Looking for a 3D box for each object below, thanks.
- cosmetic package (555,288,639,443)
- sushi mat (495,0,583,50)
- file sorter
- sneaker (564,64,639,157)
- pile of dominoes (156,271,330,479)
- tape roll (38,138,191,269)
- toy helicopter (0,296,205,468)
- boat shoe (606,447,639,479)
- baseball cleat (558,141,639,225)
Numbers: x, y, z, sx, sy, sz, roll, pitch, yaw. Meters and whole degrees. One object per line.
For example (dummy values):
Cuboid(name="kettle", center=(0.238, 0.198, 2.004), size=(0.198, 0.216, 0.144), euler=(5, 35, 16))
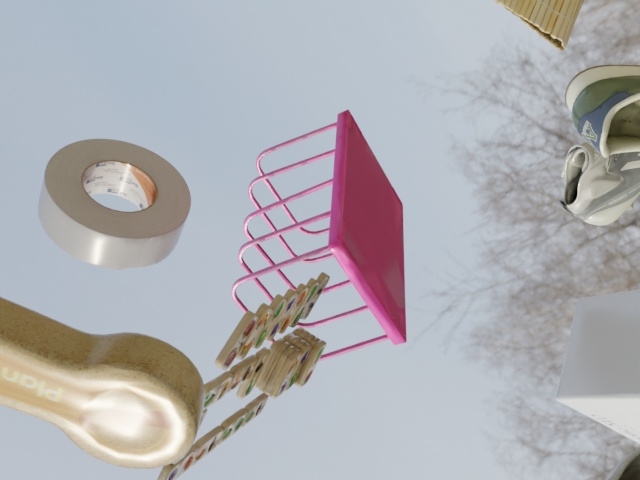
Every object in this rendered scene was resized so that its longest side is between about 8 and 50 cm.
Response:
Cuboid(name="cosmetic package", center=(0.533, 0.156, 1.003), size=(0.230, 0.453, 0.161), euler=(28, -111, -20))
Cuboid(name="sushi mat", center=(0.218, -0.343, 0.762), size=(0.151, 0.019, 0.316), euler=(27, -101, -13))
Cuboid(name="file sorter", center=(0.000, 0.000, 1.209), size=(0.202, 0.182, 0.290), euler=(55, -155, -35))
Cuboid(name="sneaker", center=(0.284, -0.099, 0.622), size=(0.086, 0.192, 0.064), euler=(-81, -21, -51))
Cuboid(name="pile of dominoes", center=(-0.058, 0.142, 0.874), size=(0.040, 0.196, 0.251), euler=(30, -163, 14))
Cuboid(name="tape roll", center=(-0.312, -0.058, 1.281), size=(0.219, 0.072, 0.219), euler=(16, -139, -15))
Cuboid(name="toy helicopter", center=(-0.240, 0.054, 0.471), size=(0.355, 0.235, 0.140), euler=(23, -149, -7))
Cuboid(name="boat shoe", center=(0.246, 0.311, 0.712), size=(0.320, 0.118, 0.103), euler=(-42, -42, -49))
Cuboid(name="baseball cleat", center=(0.351, -0.108, 0.946), size=(0.109, 0.206, 0.072), euler=(21, -161, -33))
